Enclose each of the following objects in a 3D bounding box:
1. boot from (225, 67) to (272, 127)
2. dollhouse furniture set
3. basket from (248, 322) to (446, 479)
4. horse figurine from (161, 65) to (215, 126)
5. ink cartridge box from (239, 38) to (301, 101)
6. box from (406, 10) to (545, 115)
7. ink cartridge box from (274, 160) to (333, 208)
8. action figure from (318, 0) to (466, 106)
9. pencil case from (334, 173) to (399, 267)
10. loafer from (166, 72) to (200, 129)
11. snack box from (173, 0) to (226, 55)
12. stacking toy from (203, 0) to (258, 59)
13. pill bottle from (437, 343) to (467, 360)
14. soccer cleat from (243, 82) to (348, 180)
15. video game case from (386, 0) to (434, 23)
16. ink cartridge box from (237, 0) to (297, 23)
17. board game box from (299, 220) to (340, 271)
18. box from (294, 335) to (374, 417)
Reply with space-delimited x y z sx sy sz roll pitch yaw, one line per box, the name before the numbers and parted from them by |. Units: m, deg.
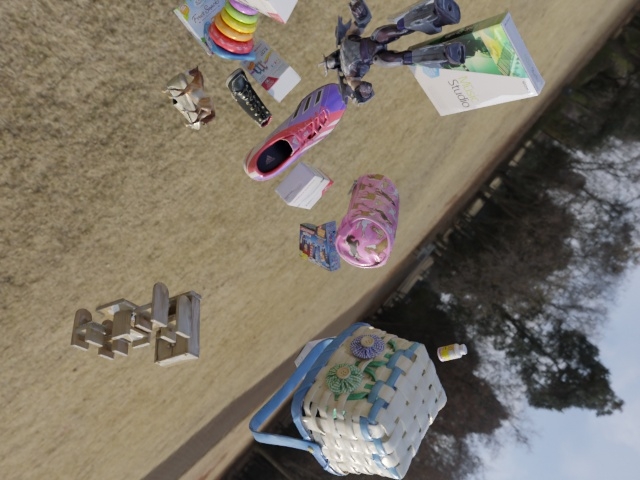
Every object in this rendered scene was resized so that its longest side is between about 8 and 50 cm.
boot | -0.255 -0.520 1.903 0.085 0.178 0.236 -42 178 -5
dollhouse furniture set | -0.384 0.167 1.164 0.212 0.160 0.242 -19 146 17
basket | 0.046 0.261 0.891 0.289 0.201 0.255 -10 -154 42
horse figurine | -0.486 -0.543 2.006 0.175 0.263 0.066 -29 166 -29
ink cartridge box | -0.191 -0.647 1.975 0.128 0.176 0.127 -46 163 10
box | 0.411 -0.468 1.418 0.322 0.232 0.058 0 -128 51
ink cartridge box | -0.042 -0.148 1.412 0.109 0.063 0.150 -47 164 13
action figure | 0.103 -0.338 0.905 0.099 0.285 0.185 -24 109 -46
pencil case | 0.146 -0.067 1.533 0.386 0.167 0.160 -70 164 -62
loafer | -0.584 -0.589 2.217 0.092 0.101 0.268 -15 137 -4
snack box | -0.428 -0.852 1.993 0.174 0.207 0.070 -46 -151 -9
stacking toy | -0.266 -0.774 1.751 0.166 0.175 0.302 -10 153 -38
pill bottle | 0.410 0.347 1.611 0.083 0.043 0.043 -22 -175 29
soccer cleat | -0.049 -0.257 1.245 0.318 0.108 0.116 -41 -161 -3
video game case | 0.269 -0.653 1.450 0.157 0.019 0.143 -25 -157 9
ink cartridge box | -0.188 -0.703 1.418 0.092 0.218 0.158 -60 168 8
board game box | 0.000 0.000 2.079 0.060 0.194 0.194 -17 121 -41
box | 0.085 0.442 1.725 0.262 0.231 0.126 -3 138 -37
